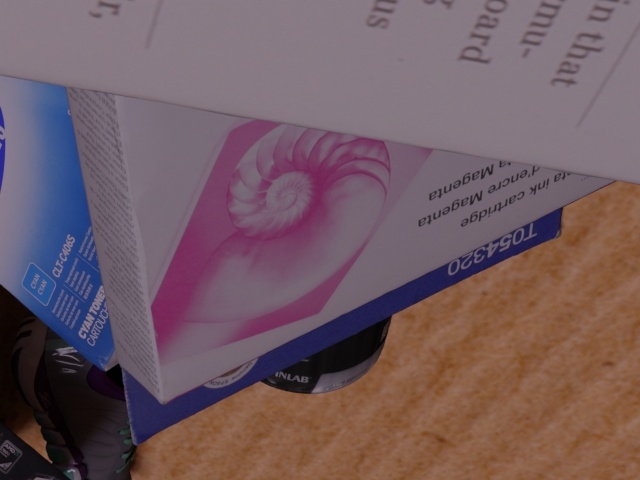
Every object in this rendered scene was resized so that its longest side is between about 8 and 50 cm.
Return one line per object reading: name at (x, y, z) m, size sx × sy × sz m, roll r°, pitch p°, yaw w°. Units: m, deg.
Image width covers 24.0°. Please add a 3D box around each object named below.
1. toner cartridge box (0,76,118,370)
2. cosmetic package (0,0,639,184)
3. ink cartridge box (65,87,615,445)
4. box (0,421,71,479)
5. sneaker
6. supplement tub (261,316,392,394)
toner cartridge box at (-0.110, -0.097, 0.876) m, size 0.165 × 0.075 × 0.348 m, roll 39°, pitch 129°, yaw 13°
cosmetic package at (0.059, -0.251, 0.490) m, size 0.393 × 0.329 × 0.327 m, roll 8°, pitch 137°, yaw -15°
ink cartridge box at (0.036, -0.046, 0.802) m, size 0.071 × 0.324 × 0.330 m, roll 45°, pitch 151°, yaw 39°
box at (-0.330, 0.120, 1.136) m, size 0.295 × 0.073 × 0.293 m, roll 44°, pitch 163°, yaw -22°
sneaker at (-0.166, 0.147, 1.198) m, size 0.098 × 0.083 × 0.224 m, roll -7°, pitch 135°, yaw 9°
supplement tub at (0.000, 0.000, 0.969) m, size 0.117 × 0.117 × 0.190 m, roll 16°, pitch 135°, yaw 3°
